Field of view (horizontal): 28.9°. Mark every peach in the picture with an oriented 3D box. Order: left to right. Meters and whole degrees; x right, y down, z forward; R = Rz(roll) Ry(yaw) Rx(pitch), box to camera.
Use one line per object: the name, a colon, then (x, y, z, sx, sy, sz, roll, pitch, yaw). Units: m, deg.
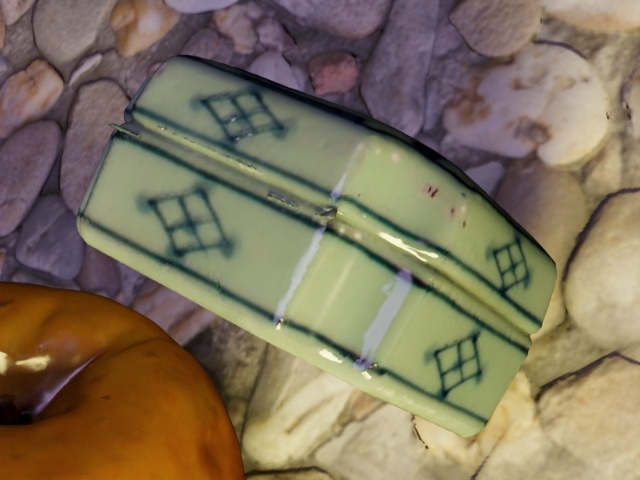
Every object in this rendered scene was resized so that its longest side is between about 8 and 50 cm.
peach: (-0.226, 0.207, 0.904, 0.342, 0.342, 0.302, 39, 138, 33)

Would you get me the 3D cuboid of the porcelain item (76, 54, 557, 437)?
porcelain item: (0.000, 0.000, 0.853, 0.281, 0.286, 0.157, 26, 87, 35)
